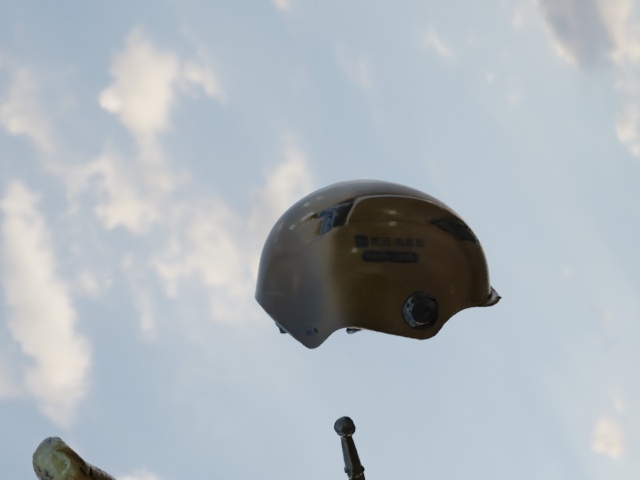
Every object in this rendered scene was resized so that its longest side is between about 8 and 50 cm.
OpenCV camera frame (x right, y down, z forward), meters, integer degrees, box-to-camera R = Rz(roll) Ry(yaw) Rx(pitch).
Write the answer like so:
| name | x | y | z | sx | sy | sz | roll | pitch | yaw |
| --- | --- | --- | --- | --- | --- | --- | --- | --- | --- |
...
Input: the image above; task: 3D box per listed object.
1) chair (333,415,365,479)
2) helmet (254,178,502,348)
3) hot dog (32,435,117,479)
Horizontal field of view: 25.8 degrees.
| name | x | y | z | sx | sy | sz | roll | pitch | yaw |
| --- | --- | --- | --- | --- | --- | --- | --- | --- | --- |
| chair | -0.001 | 0.547 | 1.846 | 0.364 | 0.362 | 0.410 | 61 | 178 | 44 |
| helmet | 0.047 | 0.010 | 1.273 | 0.198 | 0.224 | 0.130 | -122 | 24 | -71 |
| hot dog | -0.245 | 0.317 | 1.602 | 0.068 | 0.083 | 0.289 | -60 | -36 | -23 |
